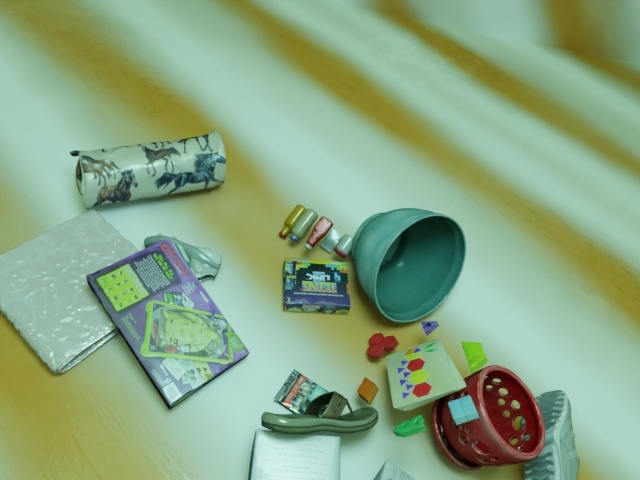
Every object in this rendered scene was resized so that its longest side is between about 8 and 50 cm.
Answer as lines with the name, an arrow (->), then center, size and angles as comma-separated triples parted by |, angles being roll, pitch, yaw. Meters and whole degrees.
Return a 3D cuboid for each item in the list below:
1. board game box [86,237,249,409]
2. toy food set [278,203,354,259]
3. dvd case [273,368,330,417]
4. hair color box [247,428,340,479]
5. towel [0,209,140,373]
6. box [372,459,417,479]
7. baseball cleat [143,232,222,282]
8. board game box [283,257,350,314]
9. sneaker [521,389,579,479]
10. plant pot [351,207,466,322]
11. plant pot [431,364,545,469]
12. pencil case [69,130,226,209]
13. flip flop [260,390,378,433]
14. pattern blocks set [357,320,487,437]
board game box -> -0.344, 0.176, 1.098 | 0.208, 0.056, 0.347 | -31, 75, -29
toy food set -> 0.000, 0.000, 1.340 | 0.232, 0.111, 0.104 | 36, 83, 3
dvd case -> -0.033, 0.357, 1.092 | 0.119, 0.013, 0.087 | 29, 51, 12
hair color box -> -0.057, 0.540, 0.877 | 0.174, 0.105, 0.347 | 8, 50, -7
towel -> -0.573, 0.100, 1.142 | 0.332, 0.053, 0.317 | 39, 52, 17
box -> 0.153, 0.532, 0.871 | 0.182, 0.119, 0.181 | 32, 9, 12
baseball cleat -> -0.358, 0.049, 1.225 | 0.206, 0.072, 0.109 | 12, 56, 0
board game box -> -0.012, 0.119, 1.268 | 0.170, 0.048, 0.141 | 4, 50, -11
sneaker -> 0.530, 0.474, 1.104 | 0.115, 0.105, 0.281 | 46, 47, -14
plant pot -> 0.204, 0.037, 1.264 | 0.293, 0.293, 0.196 | -17, 30, -25
plant pot -> 0.346, 0.384, 1.036 | 0.191, 0.174, 0.191 | 21, 49, -26
pencil case -> -0.457, -0.202, 1.345 | 0.410, 0.159, 0.183 | -15, 34, -24
flip flop -> 0.007, 0.352, 0.998 | 0.277, 0.112, 0.080 | 12, 69, -30
pattern blocks set -> 0.218, 0.287, 1.052 | 0.286, 0.026, 0.325 | -18, 23, 18
